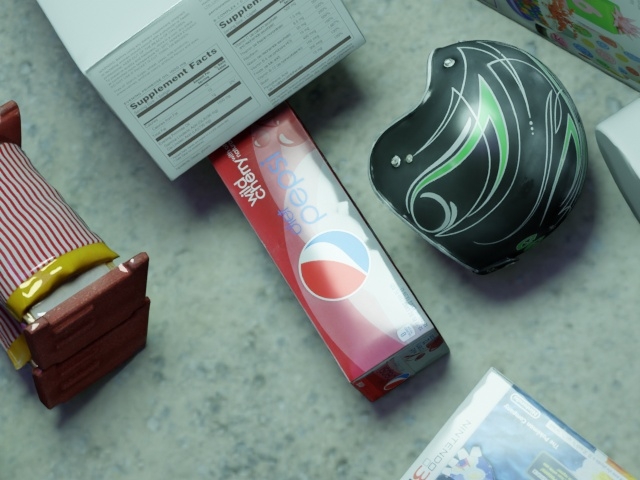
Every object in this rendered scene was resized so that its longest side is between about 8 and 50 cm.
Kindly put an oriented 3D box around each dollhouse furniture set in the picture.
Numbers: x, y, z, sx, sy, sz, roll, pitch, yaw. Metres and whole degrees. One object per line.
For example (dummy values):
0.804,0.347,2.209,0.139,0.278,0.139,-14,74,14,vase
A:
-0.338,0.083,1.405,0.374,0.152,0.201,-36,68,-23,dollhouse furniture set

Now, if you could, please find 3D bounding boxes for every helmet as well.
0.134,-0.074,1.401,0.169,0.169,0.161,44,103,21,helmet

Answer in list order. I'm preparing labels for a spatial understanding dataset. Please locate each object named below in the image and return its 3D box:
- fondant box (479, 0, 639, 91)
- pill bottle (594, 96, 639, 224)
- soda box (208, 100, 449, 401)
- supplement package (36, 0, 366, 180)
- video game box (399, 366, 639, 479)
0.171,-0.260,1.406,0.330,0.238,0.096,34,83,20,fondant box
0.409,-0.105,1.318,0.363,0.210,0.210,-31,69,3,pill bottle
0.000,0.000,1.446,0.083,0.092,0.263,-34,69,3,soda box
-0.125,-0.218,1.464,0.204,0.145,0.262,-36,44,0,supplement package
0.156,0.233,1.364,0.205,0.048,0.187,37,87,21,video game box
